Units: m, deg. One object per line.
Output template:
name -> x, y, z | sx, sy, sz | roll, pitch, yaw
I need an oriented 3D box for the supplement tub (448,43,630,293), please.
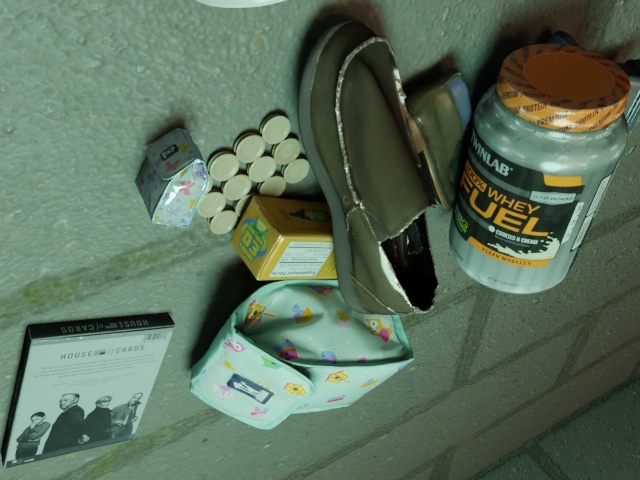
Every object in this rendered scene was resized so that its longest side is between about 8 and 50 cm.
supplement tub -> 0.292, -0.091, 0.848 | 0.193, 0.193, 0.316 | -23, 140, -20

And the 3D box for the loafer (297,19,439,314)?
loafer -> 0.081, -0.067, 0.708 | 0.134, 0.130, 0.366 | -36, 125, -33

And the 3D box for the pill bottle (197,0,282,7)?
pill bottle -> -0.066, -0.313, 0.377 | 0.169, 0.169, 0.301 | -27, 140, -15

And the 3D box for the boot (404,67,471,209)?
boot -> 0.170, -0.129, 0.830 | 0.106, 0.082, 0.219 | -38, 141, 3

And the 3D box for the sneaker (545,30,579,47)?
sneaker -> 0.331, -0.201, 0.901 | 0.082, 0.069, 0.209 | -27, 141, -9

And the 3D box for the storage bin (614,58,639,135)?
storage bin -> 0.436, -0.219, 0.961 | 0.091, 0.098, 0.135 | 7, 129, -9

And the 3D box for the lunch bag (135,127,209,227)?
lunch bag -> -0.152, -0.068, 0.635 | 0.053, 0.071, 0.083 | 12, 122, -41

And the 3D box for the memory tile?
memory tile -> -0.086, -0.076, 0.730 | 0.148, 0.012, 0.113 | -36, 143, -5

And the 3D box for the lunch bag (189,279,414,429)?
lunch bag -> -0.038, 0.161, 0.870 | 0.262, 0.160, 0.223 | -1, 150, -28

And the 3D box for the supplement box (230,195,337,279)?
supplement box -> 0.000, 0.000, 0.814 | 0.233, 0.078, 0.080 | 5, 127, -47

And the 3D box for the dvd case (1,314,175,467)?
dvd case -> -0.307, 0.198, 0.812 | 0.179, 0.029, 0.239 | 0, 128, -39
